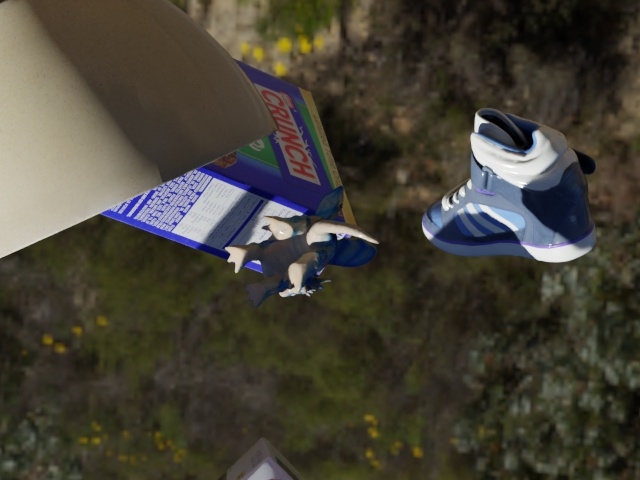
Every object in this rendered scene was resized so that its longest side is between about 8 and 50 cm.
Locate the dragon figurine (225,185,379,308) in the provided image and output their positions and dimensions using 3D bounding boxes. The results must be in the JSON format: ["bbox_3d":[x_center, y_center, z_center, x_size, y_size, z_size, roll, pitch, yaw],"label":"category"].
[{"bbox_3d":[0.000,0.000,1.356,0.144,0.085,0.289,-24,173,-37],"label":"dragon figurine"}]

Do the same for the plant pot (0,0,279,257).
[{"bbox_3d":[-0.202,-0.123,1.116,0.284,0.191,0.284,-24,-174,2],"label":"plant pot"}]

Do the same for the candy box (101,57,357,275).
[{"bbox_3d":[-0.133,-0.113,1.548,0.317,0.122,0.268,22,-146,-35],"label":"candy box"}]

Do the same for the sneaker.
[{"bbox_3d":[0.251,-0.099,1.899,0.130,0.236,0.323,-39,-150,-30],"label":"sneaker"}]

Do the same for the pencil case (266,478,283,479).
[{"bbox_3d":[0.012,0.425,1.631,0.284,0.124,0.124,41,171,-18],"label":"pencil case"}]

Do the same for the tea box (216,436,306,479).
[{"bbox_3d":[-0.125,0.485,1.890,0.220,0.323,0.329,48,175,0],"label":"tea box"}]
